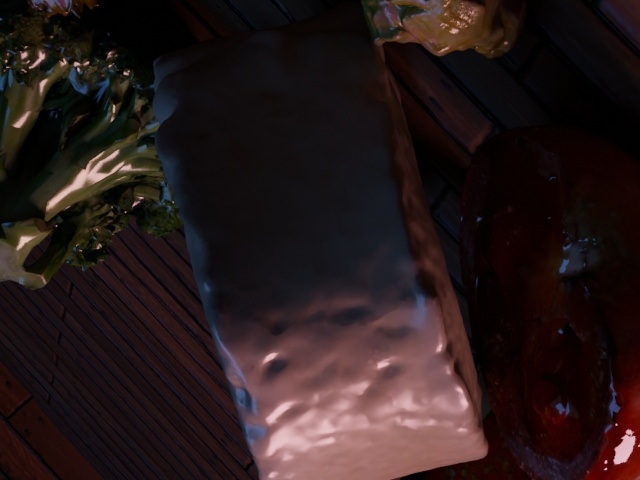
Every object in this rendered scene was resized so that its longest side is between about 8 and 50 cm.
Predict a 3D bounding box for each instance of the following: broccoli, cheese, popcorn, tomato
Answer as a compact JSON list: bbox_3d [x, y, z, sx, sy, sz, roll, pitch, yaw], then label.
[{"bbox_3d":[-0.215,-0.092,1.530,0.307,0.275,0.308,15,147,10],"label":"broccoli"},{"bbox_3d":[0.002,-0.002,1.185,0.292,0.153,0.332,66,-173,-66],"label":"cheese"},{"bbox_3d":[0.072,-0.150,1.076,0.096,0.109,0.089,-2,100,21],"label":"popcorn"},{"bbox_3d":[0.181,0.040,1.129,0.200,0.139,0.233,126,136,-64],"label":"tomato"}]

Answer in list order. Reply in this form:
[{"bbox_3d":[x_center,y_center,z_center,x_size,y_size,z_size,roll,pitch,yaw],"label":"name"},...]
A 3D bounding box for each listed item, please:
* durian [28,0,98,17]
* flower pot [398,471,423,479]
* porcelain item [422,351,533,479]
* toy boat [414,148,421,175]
[{"bbox_3d":[-0.210,-0.299,1.338,0.186,0.154,0.261,-21,105,45],"label":"durian"},{"bbox_3d":[0.155,0.339,1.556,0.302,0.213,0.302,43,171,8],"label":"flower pot"},{"bbox_3d":[0.161,0.202,1.321,0.253,0.253,0.253,41,158,20],"label":"porcelain item"},{"bbox_3d":[-0.020,-0.072,1.386,0.210,0.052,0.104,14,126,18],"label":"toy boat"}]
